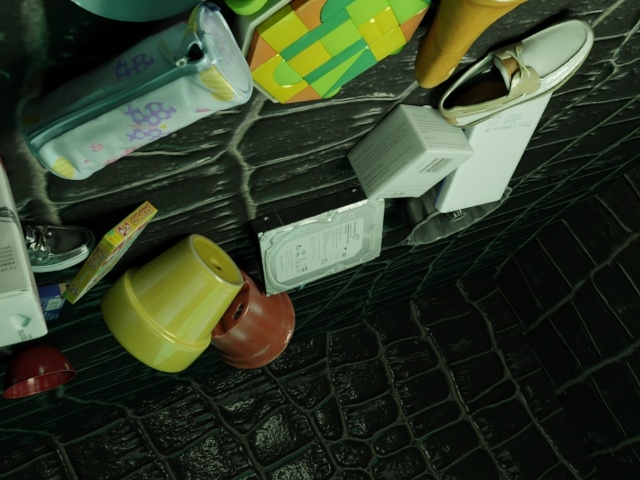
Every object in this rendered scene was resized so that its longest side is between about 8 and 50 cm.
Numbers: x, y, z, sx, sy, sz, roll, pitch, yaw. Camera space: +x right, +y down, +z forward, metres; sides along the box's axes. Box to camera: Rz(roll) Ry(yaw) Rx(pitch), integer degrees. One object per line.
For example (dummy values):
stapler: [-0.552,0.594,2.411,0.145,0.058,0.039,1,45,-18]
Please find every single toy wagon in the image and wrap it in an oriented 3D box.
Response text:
toy wagon: [0.046,-0.309,0.710,0.344,0.068,0.267,-29,162,16]

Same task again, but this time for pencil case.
pencil case: [-0.214,-0.166,0.646,0.273,0.114,0.124,-20,-156,19]

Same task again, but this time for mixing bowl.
mixing bowl: [-0.762,0.341,1.480,0.181,0.098,0.181,-21,162,-7]

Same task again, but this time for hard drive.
hard drive: [0.398,-0.217,1.276,0.210,0.040,0.319,-13,136,-29]
hard drive: [0.000,0.000,1.404,0.338,0.064,0.237,-19,138,-18]

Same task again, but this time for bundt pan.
bundt pan: [0.371,-0.116,1.591,0.330,0.124,0.331,-22,161,-8]

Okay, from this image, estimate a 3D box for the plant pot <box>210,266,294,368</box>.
plant pot: [-0.238,0.194,1.514,0.272,0.273,0.265,-26,154,4]

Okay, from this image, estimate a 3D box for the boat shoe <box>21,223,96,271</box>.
boat shoe: [-0.493,0.005,0.915,0.228,0.080,0.076,-5,157,-28]

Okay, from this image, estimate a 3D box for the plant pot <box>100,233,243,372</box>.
plant pot: [-0.312,0.124,1.238,0.239,0.254,0.254,-43,159,10]

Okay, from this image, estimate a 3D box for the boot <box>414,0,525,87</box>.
boot: [0.189,-0.285,0.731,0.211,0.104,0.295,-57,180,43]

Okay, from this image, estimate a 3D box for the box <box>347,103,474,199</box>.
box: [0.190,-0.183,1.171,0.180,0.119,0.182,-7,156,-44]

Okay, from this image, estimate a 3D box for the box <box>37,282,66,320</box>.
box: [-0.664,0.149,1.158,0.225,0.037,0.136,-10,157,-41]

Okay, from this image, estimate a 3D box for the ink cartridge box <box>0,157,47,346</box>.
ink cartridge box: [-0.435,0.003,0.704,0.100,0.237,0.172,-15,160,-26]

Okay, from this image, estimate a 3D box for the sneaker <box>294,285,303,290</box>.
sneaker: [-0.037,0.043,1.615,0.125,0.104,0.262,-40,171,-29]

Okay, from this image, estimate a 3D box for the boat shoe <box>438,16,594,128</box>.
boat shoe: [0.364,-0.312,1.040,0.302,0.113,0.103,-33,166,28]

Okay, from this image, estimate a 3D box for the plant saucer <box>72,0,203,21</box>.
plant saucer: [-0.168,-0.295,0.524,0.194,0.038,0.195,-21,163,-7]

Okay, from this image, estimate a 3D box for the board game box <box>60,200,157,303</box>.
board game box: [-0.411,0.031,1.056,0.259,0.039,0.124,-36,-167,39]
